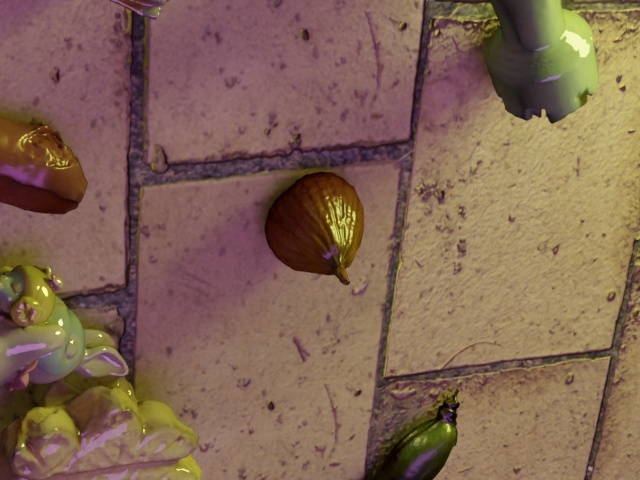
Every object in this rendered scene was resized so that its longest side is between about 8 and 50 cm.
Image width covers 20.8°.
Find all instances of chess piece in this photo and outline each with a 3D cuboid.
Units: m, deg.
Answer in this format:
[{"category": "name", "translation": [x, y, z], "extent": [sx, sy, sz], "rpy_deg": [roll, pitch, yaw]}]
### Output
[{"category": "chess piece", "translation": [0.219, -0.271, 1.872], "extent": [0.194, 0.194, 0.299], "rpy_deg": [-28, 136, -4]}]

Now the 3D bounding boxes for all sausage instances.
[{"category": "sausage", "translation": [-0.424, -0.116, 1.745], "extent": [0.419, 0.094, 0.094], "rpy_deg": [18, 86, -32]}]

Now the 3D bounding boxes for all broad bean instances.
[{"category": "broad bean", "translation": [0.092, 0.334, 2.262], "extent": [0.077, 0.061, 0.339], "rpy_deg": [15, 114, -42]}]

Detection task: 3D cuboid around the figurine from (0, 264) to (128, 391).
[{"category": "figurine", "translation": [-0.323, 0.096, 1.910], "extent": [0.235, 0.127, 0.155], "rpy_deg": [-6, 114, -28]}]

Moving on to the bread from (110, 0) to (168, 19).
[{"category": "bread", "translation": [-0.157, -0.348, 1.683], "extent": [0.107, 0.136, 0.241], "rpy_deg": [8, 118, -29]}]

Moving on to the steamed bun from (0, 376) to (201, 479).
[{"category": "steamed bun", "translation": [-0.283, 0.283, 2.033], "extent": [0.292, 0.137, 0.295], "rpy_deg": [-48, 132, 9]}]

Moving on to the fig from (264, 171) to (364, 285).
[{"category": "fig", "translation": [-0.011, -0.004, 1.965], "extent": [0.119, 0.153, 0.119], "rpy_deg": [6, 125, 9]}]
